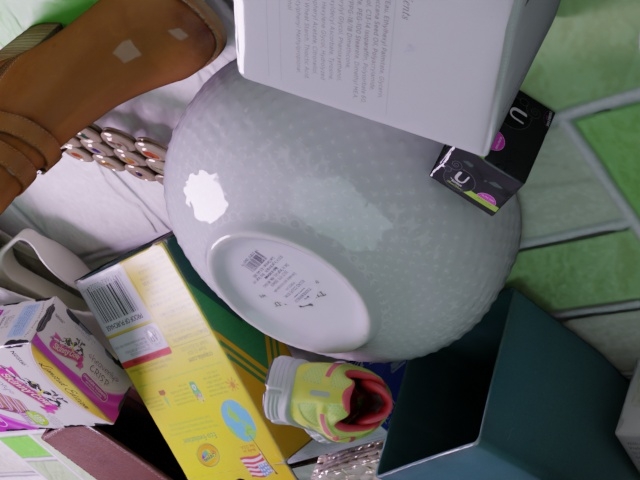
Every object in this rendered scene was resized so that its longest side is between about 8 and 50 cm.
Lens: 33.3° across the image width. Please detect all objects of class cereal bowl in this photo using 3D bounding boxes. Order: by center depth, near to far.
[{"bbox_3d":[0.000,0.000,0.964,0.339,0.141,0.339,19,145,14],"label":"cereal bowl"}]

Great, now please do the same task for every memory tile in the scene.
[{"bbox_3d":[-0.206,-0.089,1.069,0.148,0.012,0.113,16,164,12],"label":"memory tile"}]

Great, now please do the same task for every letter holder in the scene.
[{"bbox_3d":[-0.170,0.267,1.406,0.302,0.152,0.214,42,141,-17],"label":"letter holder"}]

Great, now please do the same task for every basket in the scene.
[{"bbox_3d":[0.082,0.258,1.255,0.113,0.103,0.167,41,144,-15],"label":"basket"}]

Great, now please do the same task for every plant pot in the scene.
[{"bbox_3d":[0.210,0.193,1.041,0.234,0.166,0.165,32,146,-16],"label":"plant pot"}]

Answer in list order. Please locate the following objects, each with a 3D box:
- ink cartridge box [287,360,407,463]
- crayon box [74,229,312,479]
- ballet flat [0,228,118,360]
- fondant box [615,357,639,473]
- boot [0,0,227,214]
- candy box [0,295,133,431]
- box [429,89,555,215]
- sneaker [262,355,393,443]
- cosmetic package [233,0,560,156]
[{"bbox_3d":[0.021,0.189,1.219,0.046,0.097,0.207,41,143,-17],"label":"ink cartridge box"},{"bbox_3d":[-0.124,0.146,1.190,0.202,0.081,0.318,-21,99,48],"label":"crayon box"},{"bbox_3d":[-0.402,0.017,1.297,0.400,0.139,0.139,29,145,-7],"label":"ballet flat"},{"bbox_3d":[0.452,0.244,0.989,0.238,0.096,0.330,-7,132,40],"label":"fondant box"},{"bbox_3d":[-0.228,-0.114,0.909,0.283,0.220,0.109,1,136,34],"label":"boot"},{"bbox_3d":[-0.361,0.153,1.265,0.233,0.071,0.159,-11,132,31],"label":"candy box"},{"bbox_3d":[0.133,-0.074,0.826,0.062,0.083,0.052,31,145,-3],"label":"box"},{"bbox_3d":[0.031,0.155,1.005,0.094,0.081,0.208,2,172,27],"label":"sneaker"},{"bbox_3d":[0.057,-0.178,0.691,0.183,0.151,0.151,21,144,14],"label":"cosmetic package"}]
